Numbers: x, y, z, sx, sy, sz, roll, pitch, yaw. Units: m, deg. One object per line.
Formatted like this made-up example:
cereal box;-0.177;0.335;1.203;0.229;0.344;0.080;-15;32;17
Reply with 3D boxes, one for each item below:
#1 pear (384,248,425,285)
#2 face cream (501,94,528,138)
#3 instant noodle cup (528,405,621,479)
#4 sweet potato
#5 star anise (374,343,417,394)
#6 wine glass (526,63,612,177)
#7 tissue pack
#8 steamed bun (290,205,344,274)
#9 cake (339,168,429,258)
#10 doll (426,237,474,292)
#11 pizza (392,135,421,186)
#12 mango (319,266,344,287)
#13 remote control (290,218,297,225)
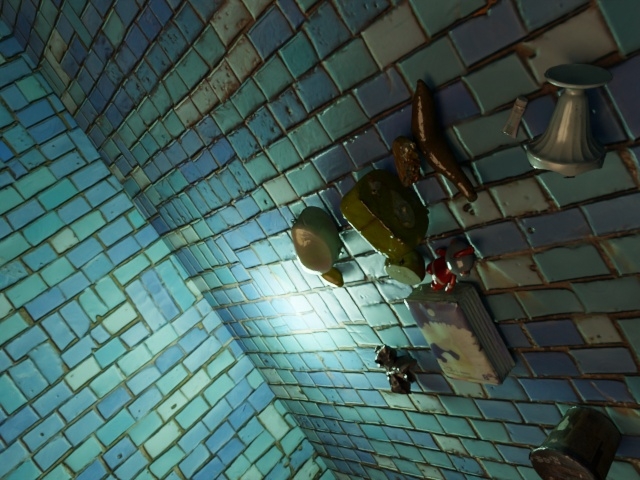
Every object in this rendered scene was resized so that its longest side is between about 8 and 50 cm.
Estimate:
pear;0.279;0.072;1.940;0.141;0.104;0.141;22;159;9
face cream;0.455;-0.287;1.411;0.038;0.020;0.115;35;147;22
instant noodle cup;0.774;0.631;1.811;0.217;0.207;0.217;33;146;26
sweet potato;0.302;-0.248;1.576;0.346;0.079;0.108;61;167;-10
star anise;0.287;0.498;2.375;0.198;0.110;0.257;34;151;24
wine glass;0.521;-0.251;1.248;0.165;0.165;0.196;26;134;34
tissue pack;0.448;0.301;1.944;0.242;0.125;0.343;-6;119;54
steamed bun;0.000;0.000;2.162;0.153;0.170;0.238;4;132;21
cake;0.200;-0.082;1.800;0.260;0.179;0.156;47;149;-1
doll;0.392;0.068;1.802;0.245;0.076;0.142;129;130;-56
pizza;0.239;-0.222;1.664;0.246;0.058;0.127;64;-172;-61
mango;0.045;0.143;2.343;0.114;0.060;0.080;21;142;32
remote control;-0.076;-0.065;2.319;0.096;0.014;0.039;5;127;48
